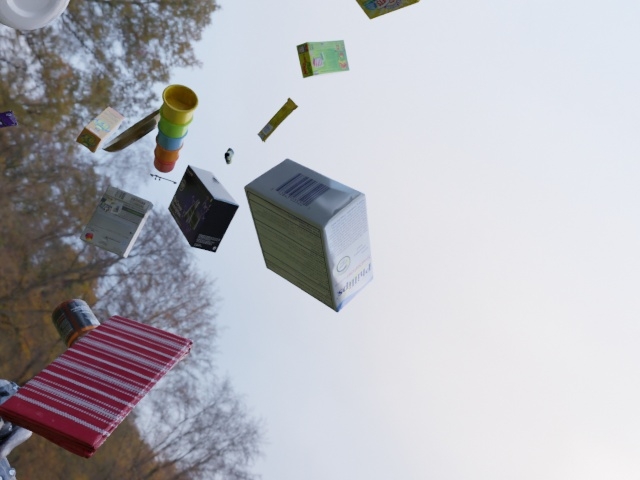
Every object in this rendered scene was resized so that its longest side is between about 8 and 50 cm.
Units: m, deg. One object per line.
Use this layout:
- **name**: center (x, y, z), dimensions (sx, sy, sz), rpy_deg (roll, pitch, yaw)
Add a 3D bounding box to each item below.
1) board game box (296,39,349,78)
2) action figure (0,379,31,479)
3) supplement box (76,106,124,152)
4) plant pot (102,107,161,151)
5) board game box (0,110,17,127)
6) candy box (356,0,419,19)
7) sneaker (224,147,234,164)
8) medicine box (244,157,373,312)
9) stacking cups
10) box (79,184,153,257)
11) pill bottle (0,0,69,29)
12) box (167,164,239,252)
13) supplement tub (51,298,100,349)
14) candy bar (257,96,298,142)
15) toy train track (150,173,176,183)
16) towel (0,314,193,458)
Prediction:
- **board game box**: center (0.010, -0.533, 1.541), dimensions (0.043, 0.181, 0.092), rpy_deg (0, -72, 40)
- **action figure**: center (-0.614, 0.386, 0.992), dimensions (0.341, 0.179, 0.330), rpy_deg (62, -6, -2)
- **supplement box**: center (-0.831, -0.422, 1.993), dimensions (0.078, 0.233, 0.080), rpy_deg (37, -61, -20)
- **plant pot**: center (-0.545, -0.329, 1.576), dimensions (0.236, 0.236, 0.032), rpy_deg (-1, -51, 49)
- **board game box**: center (-1.064, -0.306, 1.472), dimensions (0.208, 0.347, 0.056), rpy_deg (4, -68, 48)
- **candy box**: center (0.164, -0.641, 1.366), dimensions (0.105, 0.027, 0.206), rpy_deg (41, -13, -29)
- **sneaker**: center (-0.340, -0.321, 1.960), dimensions (0.035, 0.031, 0.083), rpy_deg (68, 13, -48)
- **medicine box**: center (-0.023, -0.013, 1.290), dimensions (0.264, 0.149, 0.289), rpy_deg (29, -35, 35)
- **stacking cups**: center (-0.418, -0.305, 1.495), dimensions (0.096, 0.096, 0.316), rpy_deg (57, -32, 10)
- **box**: center (-0.616, -0.058, 1.598), dimensions (0.145, 0.186, 0.038), rpy_deg (21, -16, 2)
- **pill bottle**: center (-0.675, -0.595, 1.079), dimensions (0.323, 0.182, 0.181), rpy_deg (45, -42, 15)
- **box**: center (-0.394, -0.110, 1.746), dimensions (0.184, 0.103, 0.261), rpy_deg (-59, -137, 14)
- **supplement tub**: center (-0.669, 0.260, 1.477), dimensions (0.198, 0.106, 0.106), rpy_deg (40, -44, 34)
- **candy bar**: center (-0.131, -0.354, 1.560), dimensions (0.161, 0.018, 0.040), rpy_deg (-42, -92, 26)
- **toy train track**: center (-0.485, -0.187, 1.623), dimensions (0.048, 0.083, 0.014), rpy_deg (133, -26, -85)
- **towel**: center (-0.379, 0.237, 0.918), dimensions (0.199, 0.275, 0.031), rpy_deg (14, -58, 18)
